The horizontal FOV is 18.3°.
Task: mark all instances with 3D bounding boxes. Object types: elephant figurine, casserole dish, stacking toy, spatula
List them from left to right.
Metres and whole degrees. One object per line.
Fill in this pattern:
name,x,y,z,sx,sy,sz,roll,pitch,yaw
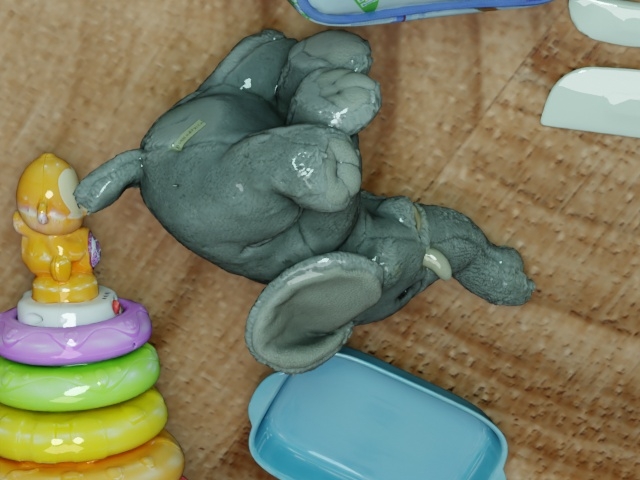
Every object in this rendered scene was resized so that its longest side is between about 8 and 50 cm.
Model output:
stacking toy,-0.165,0.090,1.309,0.166,0.175,0.302,0,104,8
elephant figurine,0.000,0.000,1.247,0.186,0.169,0.239,6,140,31
casserole dish,0.040,0.134,1.371,0.188,0.037,0.114,26,116,-10
spatula,0.269,-0.131,1.233,0.242,0.019,0.168,7,117,-1

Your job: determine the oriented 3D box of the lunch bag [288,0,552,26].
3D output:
lunch bag,0.069,-0.262,1.081,0.243,0.115,0.303,-12,126,-32
